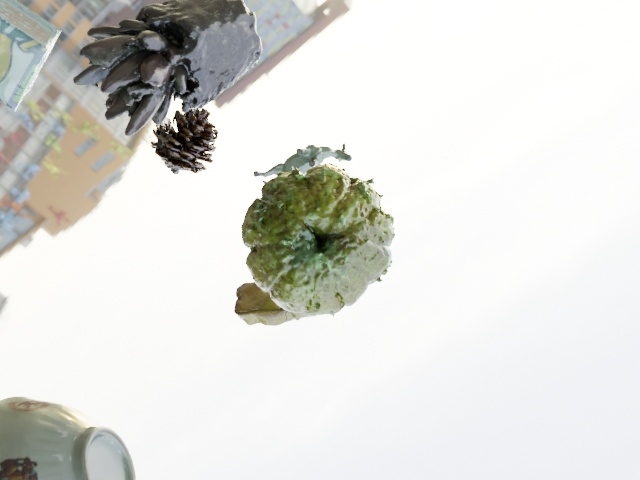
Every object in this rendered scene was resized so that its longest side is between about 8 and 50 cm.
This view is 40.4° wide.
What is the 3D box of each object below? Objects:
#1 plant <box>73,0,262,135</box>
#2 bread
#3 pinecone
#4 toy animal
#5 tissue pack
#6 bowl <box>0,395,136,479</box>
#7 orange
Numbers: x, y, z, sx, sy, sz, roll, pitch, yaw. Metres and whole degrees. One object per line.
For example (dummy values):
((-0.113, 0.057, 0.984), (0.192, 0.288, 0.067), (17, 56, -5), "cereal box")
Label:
((-0.255, -0.306, 1.490), (0.321, 0.181, 0.194), (-36, -134, -28), "plant")
((-0.115, 0.167, 2.343), (0.233, 0.088, 0.161), (0, -157, 1), "bread")
((-0.313, -0.236, 2.044), (0.173, 0.173, 0.173), (-35, -154, 20), "pinecone")
((-0.040, -0.186, 2.127), (0.217, 0.073, 0.176), (-24, 175, 19), "toy animal")
((-0.805, -0.486, 2.063), (0.228, 0.311, 0.128), (-46, -160, 36), "tissue pack")
((-0.405, 0.396, 1.423), (0.157, 0.337, 0.337), (-20, -149, 15), "bowl")
((0.000, 0.000, 1.679), (0.301, 0.300, 0.223), (-12, 175, -1), "orange")
